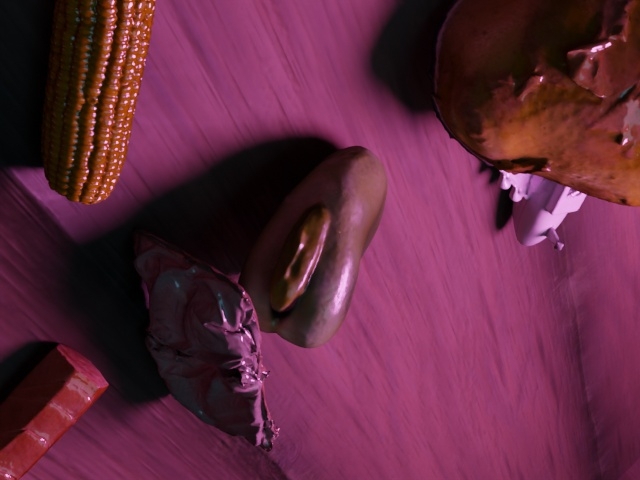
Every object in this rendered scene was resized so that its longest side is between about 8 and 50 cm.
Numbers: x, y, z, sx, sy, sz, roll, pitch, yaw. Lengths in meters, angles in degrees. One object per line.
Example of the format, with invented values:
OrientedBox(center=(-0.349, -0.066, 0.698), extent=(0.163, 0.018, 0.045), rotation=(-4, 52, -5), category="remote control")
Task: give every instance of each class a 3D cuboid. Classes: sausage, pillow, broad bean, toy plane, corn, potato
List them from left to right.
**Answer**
OrientedBox(center=(-0.264, 0.171, 0.882), extent=(0.169, 0.065, 0.065), rotation=(-47, 145, 0), category="sausage")
OrientedBox(center=(-0.159, -0.117, 0.713), extent=(0.068, 0.068, 0.207), rotation=(-15, 135, -38), category="corn")
OrientedBox(center=(-0.107, 0.103, 0.921), extent=(0.049, 0.135, 0.248), rotation=(-50, 151, -32), category="pillow")
OrientedBox(center=(0.000, 0.000, 0.932), extent=(0.228, 0.100, 0.169), rotation=(-58, 170, -64), category="broad bean")
OrientedBox(center=(0.283, -0.087, 1.180), extent=(0.251, 0.101, 0.255), rotation=(-9, 131, -27), category="toy plane")
OrientedBox(center=(0.273, -0.160, 0.958), extent=(0.299, 0.196, 0.246), rotation=(5, 97, -34), category="potato")
